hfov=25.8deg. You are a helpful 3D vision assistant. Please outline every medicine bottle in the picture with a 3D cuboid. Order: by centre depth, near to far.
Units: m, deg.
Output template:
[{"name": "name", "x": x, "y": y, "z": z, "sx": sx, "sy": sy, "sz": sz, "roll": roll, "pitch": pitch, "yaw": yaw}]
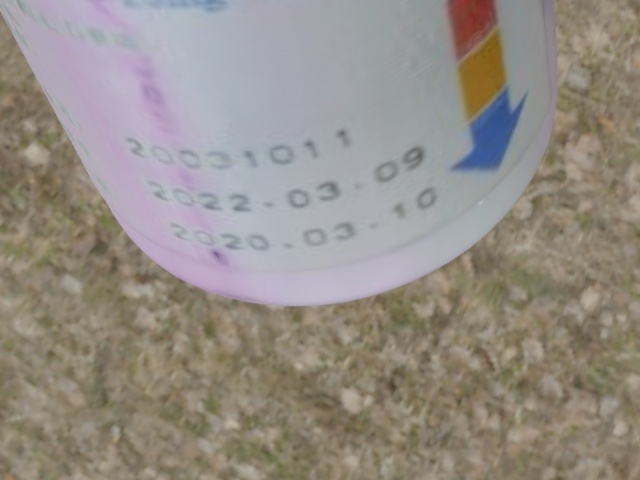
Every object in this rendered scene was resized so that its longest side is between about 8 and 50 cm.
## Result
[{"name": "medicine bottle", "x": -0.022, "y": -0.107, "z": 0.347, "sx": 0.152, "sy": 0.152, "sz": 0.254, "roll": 8, "pitch": 147, "yaw": 21}]
